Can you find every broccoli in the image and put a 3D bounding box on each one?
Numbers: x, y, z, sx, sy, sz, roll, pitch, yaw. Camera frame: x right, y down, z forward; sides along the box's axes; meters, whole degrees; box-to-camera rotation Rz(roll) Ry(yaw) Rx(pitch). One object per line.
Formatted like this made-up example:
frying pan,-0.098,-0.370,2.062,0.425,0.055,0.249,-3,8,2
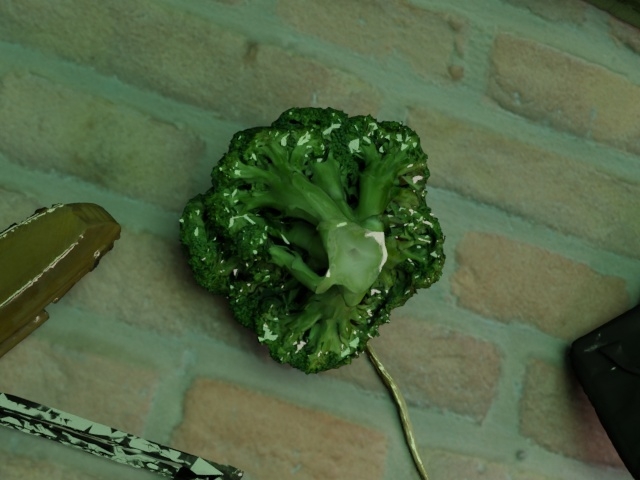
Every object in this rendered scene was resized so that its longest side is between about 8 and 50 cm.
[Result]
broccoli,0.000,0.000,1.358,0.308,0.275,0.307,-5,108,-15

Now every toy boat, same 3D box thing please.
toy boat,-0.347,0.069,1.293,0.321,0.121,0.089,-39,69,-22

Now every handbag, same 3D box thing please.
handbag,0.465,0.161,1.471,0.275,0.088,0.244,-32,51,10

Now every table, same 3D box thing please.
table,-0.270,0.352,1.206,0.272,0.222,0.334,20,73,-12

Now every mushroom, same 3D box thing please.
mushroom,0.113,0.242,1.466,0.028,0.026,0.286,-27,86,-38

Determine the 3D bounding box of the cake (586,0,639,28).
cake,0.399,-0.353,1.617,0.284,0.158,0.172,-9,83,-19
